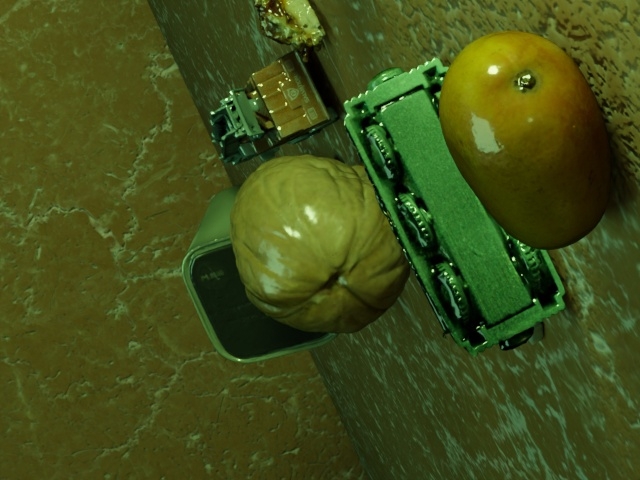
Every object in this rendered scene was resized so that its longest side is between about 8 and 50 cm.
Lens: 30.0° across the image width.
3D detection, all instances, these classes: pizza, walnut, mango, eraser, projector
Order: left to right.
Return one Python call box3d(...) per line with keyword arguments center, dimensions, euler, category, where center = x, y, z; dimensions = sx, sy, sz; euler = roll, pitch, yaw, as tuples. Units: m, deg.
box3d(center=(-0.085, 0.043, 2.147), dimensions=(0.249, 0.248, 0.249), euler=(-74, -35, -62), category="projector")
box3d(center=(-0.049, -0.317, 1.726), dimensions=(0.194, 0.069, 0.154), euler=(54, 167, 52), category="pizza")
box3d(center=(-0.002, 0.002, 1.777), dimensions=(0.313, 0.277, 0.252), euler=(-121, 44, -65), category="walnut")
box3d(center=(0.236, 0.084, 1.426), dimensions=(0.083, 0.019, 0.038), euler=(56, 168, 36), category="eraser")
box3d(center=(0.177, -0.073, 0.997), dimensions=(0.221, 0.120, 0.151), euler=(61, 177, -35), category="mango")

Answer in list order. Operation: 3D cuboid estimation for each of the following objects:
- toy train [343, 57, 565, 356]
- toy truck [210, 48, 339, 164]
box3d(center=(0.136, -0.030, 1.316), dimensions=(0.330, 0.138, 0.178), euler=(63, 176, 3), category="toy train")
box3d(center=(-0.097, -0.205, 1.961), dimensions=(0.133, 0.184, 0.338), euler=(64, 171, -3), category="toy truck")
